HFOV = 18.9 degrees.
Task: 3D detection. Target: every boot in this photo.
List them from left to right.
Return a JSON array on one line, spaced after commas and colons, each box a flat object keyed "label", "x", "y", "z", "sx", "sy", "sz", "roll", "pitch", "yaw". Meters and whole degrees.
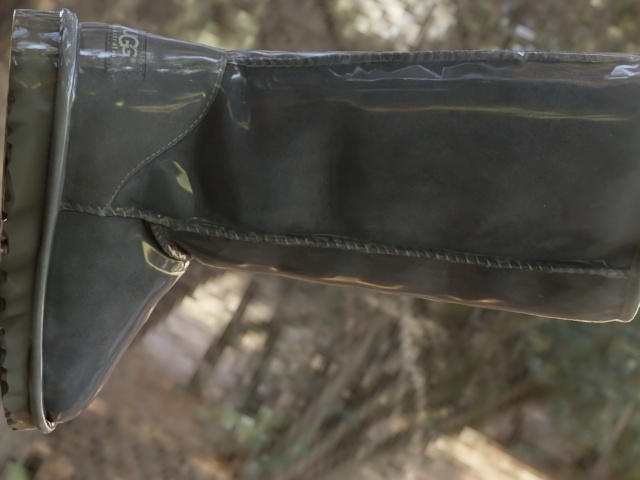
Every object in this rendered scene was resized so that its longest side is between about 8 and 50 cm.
[{"label": "boot", "x": 0.000, "y": 0.002, "z": 0.631, "sx": 0.208, "sy": 0.076, "sz": 0.189, "roll": 2, "pitch": -40, "yaw": -10}]
